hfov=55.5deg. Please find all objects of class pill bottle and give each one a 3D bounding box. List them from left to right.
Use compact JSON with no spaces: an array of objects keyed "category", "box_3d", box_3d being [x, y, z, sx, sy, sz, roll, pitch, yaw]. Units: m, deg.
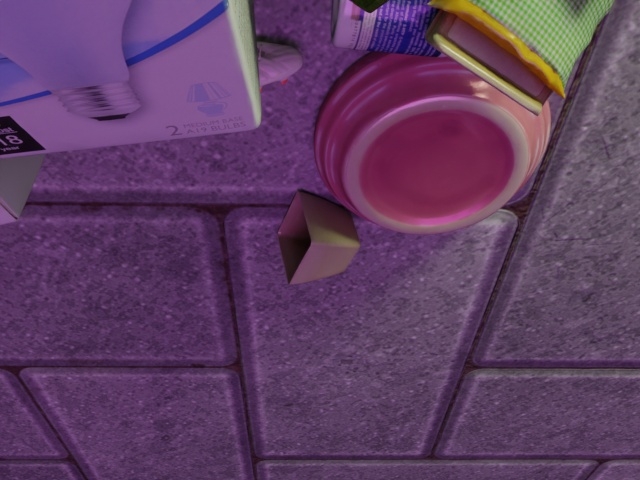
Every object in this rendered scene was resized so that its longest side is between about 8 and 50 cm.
[{"category":"pill bottle","box_3d":[0.109,-0.262,0.673,0.187,0.112,0.112,4,137,-5]}]

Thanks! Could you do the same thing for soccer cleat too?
[{"category":"soccer cleat","box_3d":[-0.121,-0.225,0.747,0.196,0.068,0.076,-3,135,6]}]

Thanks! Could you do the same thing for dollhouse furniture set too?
[{"category":"dollhouse furniture set","box_3d":[0.157,-0.265,0.541,0.302,0.151,0.197,30,97,-10]}]

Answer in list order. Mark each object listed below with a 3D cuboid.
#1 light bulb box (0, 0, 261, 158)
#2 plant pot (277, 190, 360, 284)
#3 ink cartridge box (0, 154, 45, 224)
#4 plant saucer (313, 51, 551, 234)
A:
[{"category":"light bulb box","box_3d":[-0.241,-0.238,0.420,0.358,0.225,0.361,-7,162,0]},{"category":"plant pot","box_3d":[0.000,0.000,0.971,0.096,0.109,0.109,5,138,-25]},{"category":"ink cartridge box","box_3d":[-0.501,-0.102,0.775,0.273,0.197,0.114,-12,138,13]},{"category":"plant saucer","box_3d":[0.156,-0.120,0.852,0.332,0.084,0.332,0,138,0]}]
